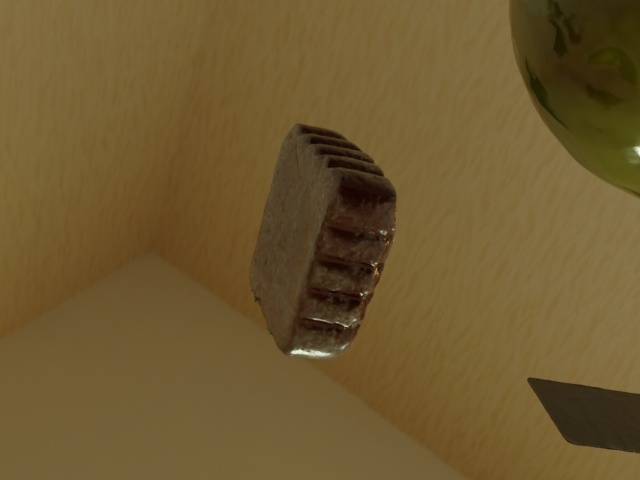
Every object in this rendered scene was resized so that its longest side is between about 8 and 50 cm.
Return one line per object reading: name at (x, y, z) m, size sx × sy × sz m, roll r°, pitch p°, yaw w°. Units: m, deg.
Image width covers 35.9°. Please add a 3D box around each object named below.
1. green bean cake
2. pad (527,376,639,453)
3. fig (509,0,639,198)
green bean cake at (0.000, 0.000, 0.681) m, size 0.056 × 0.135 × 0.135 m, roll 11°, pitch -159°, yaw -22°
pad at (0.295, 0.179, 0.994) m, size 0.157 × 0.003 × 0.112 m, roll 11°, pitch -156°, yaw -17°
fig at (0.185, -0.118, 0.439) m, size 0.207 × 0.207 × 0.230 m, roll 9°, pitch -142°, yaw -13°
